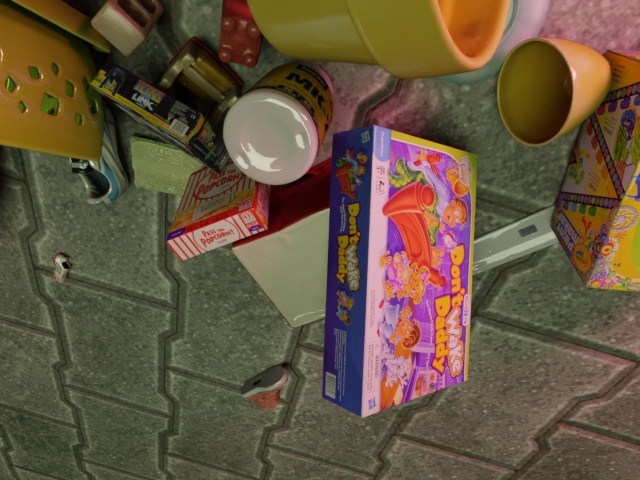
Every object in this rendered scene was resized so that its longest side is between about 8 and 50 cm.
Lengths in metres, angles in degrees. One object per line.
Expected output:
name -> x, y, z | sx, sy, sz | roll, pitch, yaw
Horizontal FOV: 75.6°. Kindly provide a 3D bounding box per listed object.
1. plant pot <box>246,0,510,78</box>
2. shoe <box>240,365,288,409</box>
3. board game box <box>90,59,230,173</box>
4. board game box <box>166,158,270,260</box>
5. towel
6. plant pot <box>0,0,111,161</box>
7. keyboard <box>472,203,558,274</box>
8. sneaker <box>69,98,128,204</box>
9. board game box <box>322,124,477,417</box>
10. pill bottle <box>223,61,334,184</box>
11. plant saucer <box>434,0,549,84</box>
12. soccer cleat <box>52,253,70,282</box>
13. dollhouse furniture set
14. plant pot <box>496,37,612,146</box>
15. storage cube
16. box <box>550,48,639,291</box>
plant pot -> 0.051, -0.302, 0.443 | 0.238, 0.254, 0.254 | 8, 130, 37
shoe -> -0.126, 0.386, 1.074 | 0.178, 0.064, 0.081 | -33, 114, 34
board game box -> -0.231, -0.182, 0.628 | 0.170, 0.141, 0.048 | 32, 86, 9
board game box -> -0.154, -0.067, 0.666 | 0.146, 0.194, 0.045 | -20, 128, 11
towel -> -0.278, -0.132, 0.762 | 0.147, 0.027, 0.110 | 10, 127, 4
plant pot -> -0.447, -0.245, 0.560 | 0.228, 0.227, 0.207 | 18, 96, 14
keyboard -> 0.370, -0.011, 0.728 | 0.255, 0.014, 0.072 | -27, 110, 26
sneaker -> -0.409, -0.172, 0.726 | 0.085, 0.086, 0.238 | 2, 123, 12
board game box -> 0.120, 0.038, 0.585 | 0.078, 0.233, 0.348 | 3, 92, 50
pill bottle -> -0.045, -0.175, 0.574 | 0.119, 0.209, 0.119 | 6, 126, 8
plant saucer -> 0.202, -0.302, 0.543 | 0.194, 0.038, 0.195 | 5, 125, 7
soccer cleat -> -0.604, 0.069, 0.967 | 0.035, 0.029, 0.083 | 18, 121, 4
dollhouse furniture set -> -0.217, -0.362, 0.543 | 0.201, 0.152, 0.374 | -31, 131, 27
plant pot -> 0.317, -0.202, 0.546 | 0.095, 0.134, 0.134 | -16, 124, -12
storage cube -> 0.000, 0.000, 0.697 | 0.183, 0.193, 0.215 | -20, 117, 23
box -> 0.513, -0.085, 0.537 | 0.289, 0.177, 0.280 | 4, 123, 9
